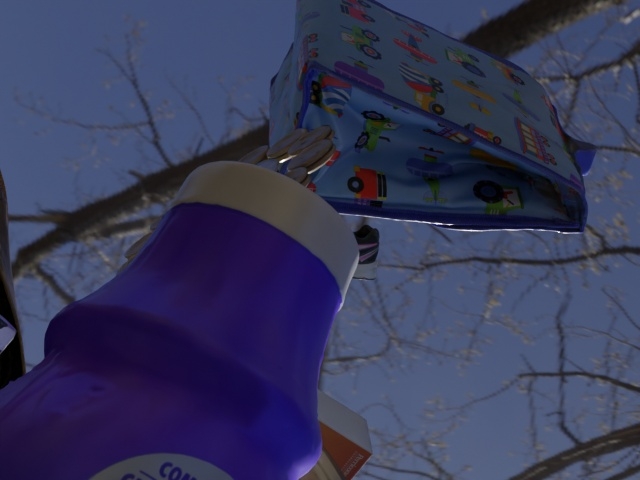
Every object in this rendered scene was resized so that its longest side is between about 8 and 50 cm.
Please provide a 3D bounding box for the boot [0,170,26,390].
[{"bbox_3d":[-0.301,-0.003,0.996,0.115,0.112,0.305,-9,-87,57],"label":"boot"}]

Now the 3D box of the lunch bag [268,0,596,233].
[{"bbox_3d":[0.109,-0.111,1.047,0.221,0.293,0.138,-93,-162,-58],"label":"lunch bag"}]

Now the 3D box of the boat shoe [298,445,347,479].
[{"bbox_3d":[-0.091,0.193,0.847,0.302,0.098,0.109,-10,-73,51],"label":"boat shoe"}]

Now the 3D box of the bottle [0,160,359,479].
[{"bbox_3d":[-0.069,0.104,0.332,0.092,0.118,0.283,-13,-138,48],"label":"bottle"}]

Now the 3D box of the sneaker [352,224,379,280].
[{"bbox_3d":[0.000,0.000,1.546,0.072,0.178,0.077,33,-68,55],"label":"sneaker"}]

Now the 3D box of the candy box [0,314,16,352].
[{"bbox_3d":[-0.266,-0.004,0.574,0.070,0.196,0.165,-53,-146,-10],"label":"candy box"}]

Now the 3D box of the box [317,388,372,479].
[{"bbox_3d":[-0.039,0.257,1.516,0.170,0.091,0.130,33,-76,-14],"label":"box"}]

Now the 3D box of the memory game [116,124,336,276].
[{"bbox_3d":[-0.066,-0.025,0.826,0.186,0.186,0.012,-26,-72,23],"label":"memory game"}]
